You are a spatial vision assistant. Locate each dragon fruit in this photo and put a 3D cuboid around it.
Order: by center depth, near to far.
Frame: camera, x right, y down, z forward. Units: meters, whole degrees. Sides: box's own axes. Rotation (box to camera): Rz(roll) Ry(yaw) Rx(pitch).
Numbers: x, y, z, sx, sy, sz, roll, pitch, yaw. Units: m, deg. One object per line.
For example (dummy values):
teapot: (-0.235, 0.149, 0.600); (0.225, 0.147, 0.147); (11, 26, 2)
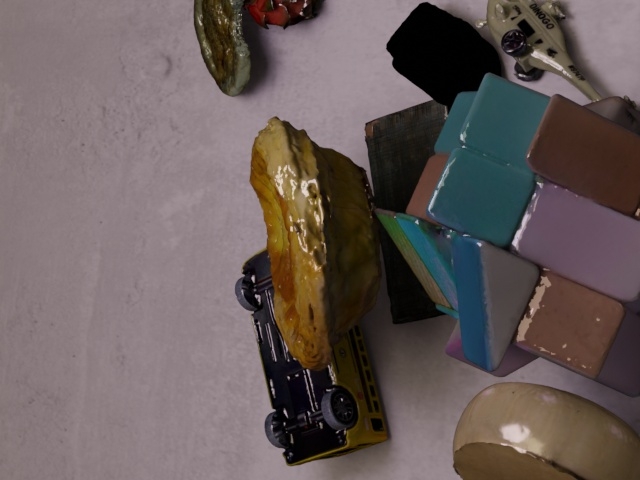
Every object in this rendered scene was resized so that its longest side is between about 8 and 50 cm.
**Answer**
dragon fruit: (-0.064, -0.409, 1.993); (0.142, 0.121, 0.130); (31, 114, 15)

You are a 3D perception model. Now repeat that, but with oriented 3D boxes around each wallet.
wallet: (0.151, -0.044, 1.805); (0.169, 0.044, 0.317); (-16, 76, 39)

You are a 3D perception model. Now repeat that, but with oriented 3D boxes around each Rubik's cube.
Rubik's cube: (0.265, -0.007, 1.472); (0.387, 0.368, 0.358); (22, 87, 42)

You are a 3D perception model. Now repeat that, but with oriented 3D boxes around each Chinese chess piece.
Chinese chess piece: (0.286, 0.279, 1.518); (0.250, 0.250, 0.103); (1, 51, 42)

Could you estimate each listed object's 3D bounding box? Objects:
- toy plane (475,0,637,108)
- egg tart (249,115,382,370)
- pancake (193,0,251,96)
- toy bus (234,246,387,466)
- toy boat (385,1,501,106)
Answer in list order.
toy plane: (0.319, -0.252, 1.657); (0.108, 0.092, 0.286); (-37, 57, 5)
egg tart: (0.000, 0.000, 1.635); (0.352, 0.150, 0.352); (170, 90, -82)
pancake: (-0.168, -0.363, 2.057); (0.253, 0.037, 0.253); (168, 90, -69)
toy bus: (-0.012, 0.167, 1.860); (0.145, 0.151, 0.331); (-26, 70, 37)
toy boat: (0.184, -0.265, 1.765); (0.116, 0.061, 0.188); (-49, 52, 0)
